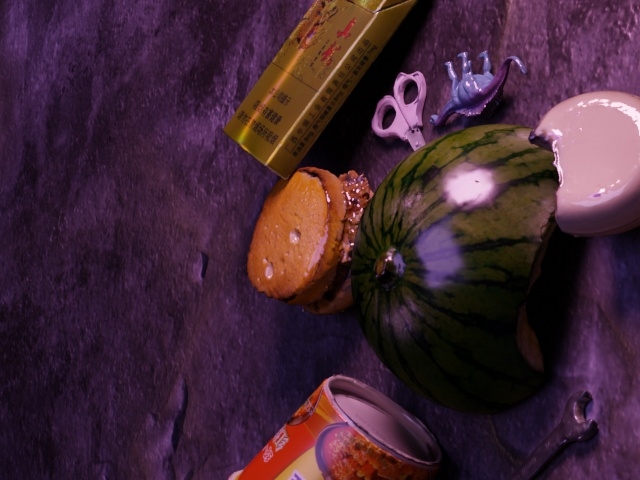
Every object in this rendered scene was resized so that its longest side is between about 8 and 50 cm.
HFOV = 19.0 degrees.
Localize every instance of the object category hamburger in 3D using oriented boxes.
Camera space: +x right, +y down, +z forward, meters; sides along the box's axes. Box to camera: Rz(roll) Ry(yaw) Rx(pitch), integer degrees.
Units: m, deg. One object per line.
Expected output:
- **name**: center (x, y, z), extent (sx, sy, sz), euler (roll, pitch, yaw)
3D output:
- **hamburger**: center (0.005, -0.004, 2.351), extent (0.191, 0.118, 0.182), euler (-63, 37, 22)

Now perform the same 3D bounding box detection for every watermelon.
- **watermelon**: center (0.135, 0.014, 2.110), extent (0.330, 0.189, 0.331), euler (-25, 56, 43)

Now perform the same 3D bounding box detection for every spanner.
- **spanner**: center (0.215, 0.253, 2.043), extent (0.254, 0.015, 0.054), euler (-52, 41, 31)

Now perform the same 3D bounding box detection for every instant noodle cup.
- **instant noodle cup**: center (0.027, 0.266, 2.160), extent (0.174, 0.213, 0.213), euler (-55, 38, 14)

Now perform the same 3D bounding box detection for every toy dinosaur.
- **toy dinosaur**: center (0.182, -0.180, 2.231), extent (0.197, 0.045, 0.080), euler (-29, 68, 56)

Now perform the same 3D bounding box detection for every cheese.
- **cheese**: center (0.333, -0.088, 1.948), extent (0.248, 0.071, 0.163), euler (-11, 58, 33)

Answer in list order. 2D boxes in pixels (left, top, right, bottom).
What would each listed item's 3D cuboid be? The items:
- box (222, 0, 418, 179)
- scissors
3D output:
- **box**: center (0.005, -0.232, 2.410), extent (0.311, 0.043, 0.173), euler (-53, 29, 2)
- **scissors**: center (0.116, -0.124, 2.329), extent (0.100, 0.015, 0.189), euler (-50, 42, 29)
